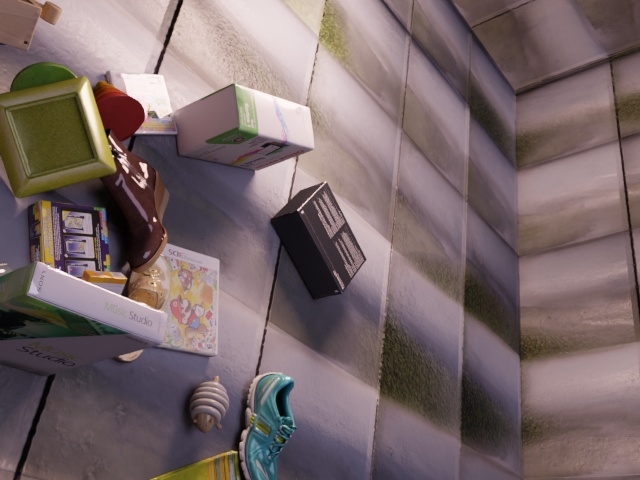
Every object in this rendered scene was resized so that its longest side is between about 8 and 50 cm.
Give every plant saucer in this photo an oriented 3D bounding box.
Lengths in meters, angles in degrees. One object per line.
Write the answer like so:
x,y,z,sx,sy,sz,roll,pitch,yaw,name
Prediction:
-0.486,-0.190,1.264,0.188,0.045,0.188,-19,100,-22,plant saucer

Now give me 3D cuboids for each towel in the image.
-0.249,0.508,1.428,0.237,0.021,0.102,0,76,-53,towel

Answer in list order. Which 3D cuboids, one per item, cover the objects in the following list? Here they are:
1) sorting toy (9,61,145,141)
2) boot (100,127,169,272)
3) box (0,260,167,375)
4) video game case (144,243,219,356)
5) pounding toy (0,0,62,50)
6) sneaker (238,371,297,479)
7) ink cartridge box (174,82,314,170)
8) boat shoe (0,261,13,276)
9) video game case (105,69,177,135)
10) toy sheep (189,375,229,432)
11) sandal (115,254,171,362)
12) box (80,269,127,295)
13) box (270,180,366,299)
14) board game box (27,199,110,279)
-0.518,-0.309,1.348,0.365,0.127,0.126,16,35,-47,sorting toy
-0.394,-0.079,1.392,0.207,0.090,0.248,51,28,-41,boot
-0.429,0.132,1.073,0.232,0.322,0.058,31,50,-43,box
-0.301,0.126,1.505,0.206,0.026,0.227,22,60,-48,video game case
-0.580,-0.416,1.272,0.206,0.181,0.094,8,114,-51,pounding toy
-0.112,0.430,1.559,0.107,0.110,0.275,36,50,-54,sneaker
-0.177,-0.263,1.676,0.278,0.201,0.117,5,73,-53,ink cartridge box
-0.613,0.042,1.039,0.319,0.116,0.099,-4,83,-49,boat shoe
-0.396,-0.304,1.554,0.157,0.019,0.143,-12,87,-56,video game case
-0.232,0.343,1.466,0.091,0.091,0.132,46,30,-33,toy sheep
-0.341,0.121,1.374,0.088,0.079,0.240,24,62,-20,sandal
-0.421,0.121,1.293,0.081,0.028,0.136,10,112,-52,box
0.000,0.000,1.899,0.261,0.103,0.184,62,34,-16,box
-0.467,0.018,1.304,0.141,0.048,0.170,7,72,-50,board game box
